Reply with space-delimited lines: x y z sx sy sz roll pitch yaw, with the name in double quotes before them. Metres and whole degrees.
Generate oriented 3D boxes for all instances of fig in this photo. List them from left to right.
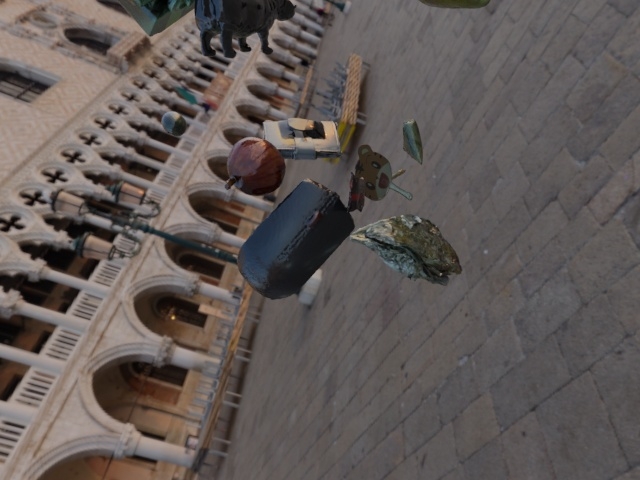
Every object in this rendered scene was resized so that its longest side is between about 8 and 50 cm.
"fig" -0.136 -0.140 0.998 0.128 0.128 0.151 129 154 -61

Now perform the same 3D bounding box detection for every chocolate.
"chocolate" 0.080 -0.100 1.023 0.182 0.028 0.086 -5 -81 -74

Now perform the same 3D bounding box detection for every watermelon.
"watermelon" -0.486 -0.387 1.579 0.110 0.078 0.078 43 116 48

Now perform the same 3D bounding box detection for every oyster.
"oyster" 0.229 0.018 1.231 0.158 0.350 0.162 -62 34 22

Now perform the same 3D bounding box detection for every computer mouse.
"computer mouse" -0.063 0.009 1.039 0.295 0.168 0.087 -47 4 19

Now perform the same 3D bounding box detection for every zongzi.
"zongzi" 0.275 -0.289 1.391 0.113 0.052 0.104 -105 1 -54

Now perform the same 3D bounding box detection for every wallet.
"wallet" -0.053 -0.300 1.389 0.069 0.230 0.170 96 169 -46

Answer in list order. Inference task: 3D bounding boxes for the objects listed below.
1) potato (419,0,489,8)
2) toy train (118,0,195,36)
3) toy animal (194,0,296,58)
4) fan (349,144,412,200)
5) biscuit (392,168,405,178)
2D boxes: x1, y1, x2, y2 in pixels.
"potato" 0.327 -0.701 1.283 0.271 0.111 0.160 43 151 49
"toy train" -0.309 -0.588 1.043 0.299 0.167 0.238 -47 18 -21
"toy animal" -0.143 -0.495 1.023 0.343 0.106 0.168 -54 -32 -42
"fan" 0.184 -0.173 1.386 0.008 0.226 0.153 -9 61 58
"biscuit" 0.275 -0.239 1.767 0.081 0.018 0.083 -31 0 23
